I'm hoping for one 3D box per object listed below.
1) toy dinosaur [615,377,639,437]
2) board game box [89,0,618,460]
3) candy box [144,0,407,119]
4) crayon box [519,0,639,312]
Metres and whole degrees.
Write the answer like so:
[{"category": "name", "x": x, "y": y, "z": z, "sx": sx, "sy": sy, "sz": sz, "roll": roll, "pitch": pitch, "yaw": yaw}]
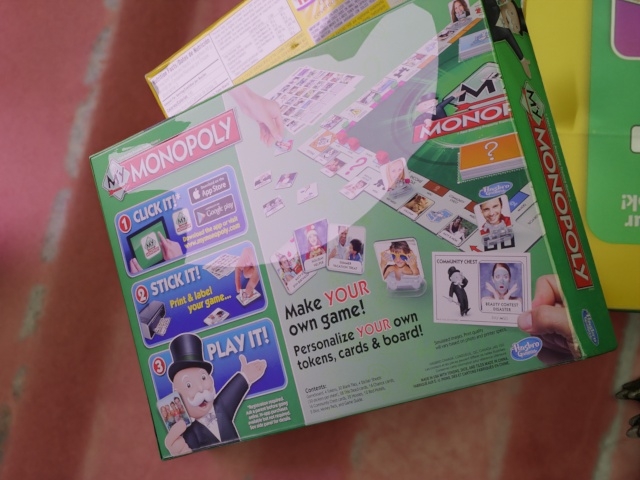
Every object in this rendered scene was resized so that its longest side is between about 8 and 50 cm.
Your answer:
[{"category": "toy dinosaur", "x": 0.281, "y": 0.147, "z": 0.737, "sx": 0.314, "sy": 0.121, "sz": 0.160, "roll": -25, "pitch": 94, "yaw": -2}, {"category": "board game box", "x": 0.000, "y": 0.000, "z": 0.717, "sx": 0.317, "sy": 0.046, "sz": 0.213, "roll": -19, "pitch": 80, "yaw": 37}, {"category": "candy box", "x": -0.019, "y": -0.114, "z": 0.775, "sx": 0.206, "sy": 0.027, "sz": 0.105, "roll": -30, "pitch": 80, "yaw": 31}, {"category": "crayon box", "x": 0.290, "y": -0.108, "z": 0.723, "sx": 0.363, "sy": 0.106, "sz": 0.313, "roll": 3, "pitch": 89, "yaw": -1}]
